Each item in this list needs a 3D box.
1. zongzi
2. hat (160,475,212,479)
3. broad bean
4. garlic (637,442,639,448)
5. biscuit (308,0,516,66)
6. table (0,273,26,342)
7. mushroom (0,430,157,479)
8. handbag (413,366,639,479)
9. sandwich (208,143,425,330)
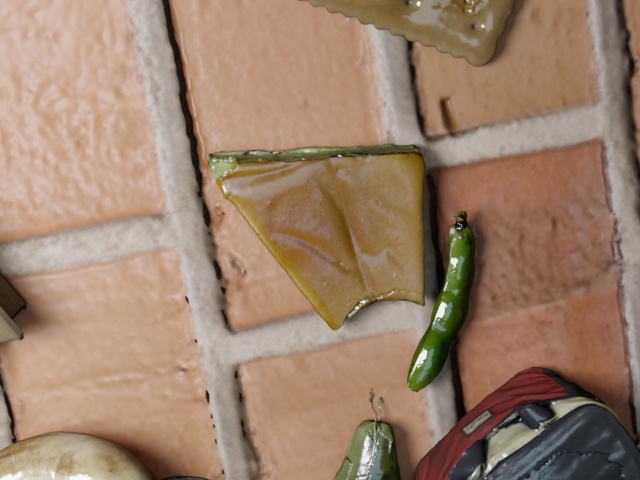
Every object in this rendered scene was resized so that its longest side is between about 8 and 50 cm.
[{"bbox_3d":[0.028,0.264,1.211,0.130,0.062,0.154,-8,95,4],"label":"zongzi"},{"bbox_3d":[-0.162,0.383,1.182,0.193,0.082,0.193,-1,99,-9],"label":"hat"},{"bbox_3d":[0.149,0.074,1.198,0.069,0.039,0.227,3,102,-45],"label":"broad bean"},{"bbox_3d":[0.487,0.257,1.273,0.124,0.099,0.174,-37,109,-22],"label":"garlic"},{"bbox_3d":[0.084,-0.343,1.118,0.325,0.044,0.217,19,95,-12],"label":"biscuit"},{"bbox_3d":[-0.419,0.031,1.048,0.167,0.167,0.227,-35,113,-2],"label":"table"},{"bbox_3d":[-0.287,0.334,1.097,0.255,0.184,0.255,-2,102,-8],"label":"mushroom"},{"bbox_3d":[0.243,0.276,1.181,0.254,0.181,0.181,-39,104,-2],"label":"handbag"},{"bbox_3d":[0.000,0.000,1.152,0.245,0.063,0.212,-4,102,-8],"label":"sandwich"}]
